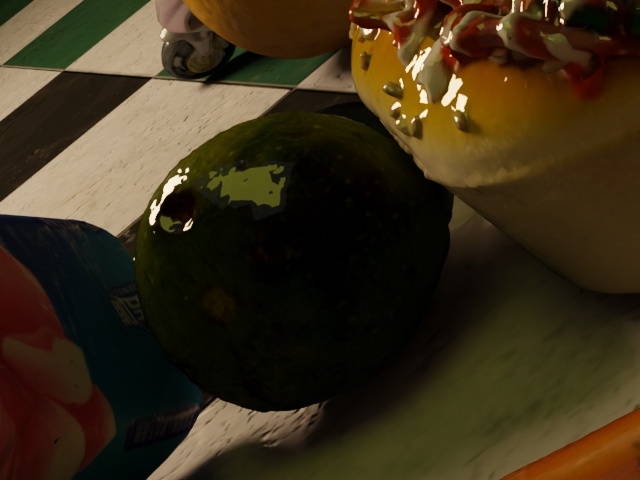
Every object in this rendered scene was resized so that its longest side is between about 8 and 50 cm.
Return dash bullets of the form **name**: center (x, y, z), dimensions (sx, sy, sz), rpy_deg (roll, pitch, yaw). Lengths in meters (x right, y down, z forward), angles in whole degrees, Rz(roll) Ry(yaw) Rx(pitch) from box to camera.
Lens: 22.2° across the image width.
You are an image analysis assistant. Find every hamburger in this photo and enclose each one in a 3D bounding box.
- **hamburger**: center (0.125, -0.100, 0.654), dimensions (0.227, 0.151, 0.295), rpy_deg (-31, 17, -1)

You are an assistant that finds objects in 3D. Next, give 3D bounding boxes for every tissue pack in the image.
- **tissue pack**: center (-0.183, 0.083, 0.635), dimensions (0.209, 0.137, 0.270), rpy_deg (-28, -7, 10)

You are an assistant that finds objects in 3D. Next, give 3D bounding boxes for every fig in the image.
- **fig**: center (0.000, 0.000, 0.705), dimensions (0.123, 0.123, 0.156), rpy_deg (-23, 4, 34)

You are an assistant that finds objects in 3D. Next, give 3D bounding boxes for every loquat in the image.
- **loquat**: center (-0.013, -0.230, 1.115), dimensions (0.208, 0.208, 0.208), rpy_deg (-32, 19, 13)

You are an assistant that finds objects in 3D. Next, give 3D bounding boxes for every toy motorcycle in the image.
- **toy motorcycle**: center (-0.055, -0.219, 1.268), dimensions (0.225, 0.152, 0.073), rpy_deg (-38, 60, 9)

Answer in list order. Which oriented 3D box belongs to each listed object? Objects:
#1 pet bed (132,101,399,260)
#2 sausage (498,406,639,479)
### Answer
- **pet bed**: center (-0.029, -0.004, 0.847), dimensions (0.201, 0.053, 0.201), rpy_deg (-31, 20, 13)
- **sausage**: center (0.048, 0.105, 0.396), dimensions (0.312, 0.093, 0.093), rpy_deg (-32, 20, 15)
